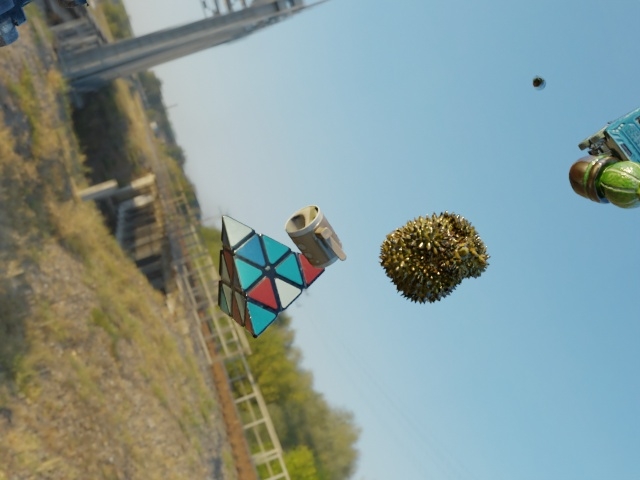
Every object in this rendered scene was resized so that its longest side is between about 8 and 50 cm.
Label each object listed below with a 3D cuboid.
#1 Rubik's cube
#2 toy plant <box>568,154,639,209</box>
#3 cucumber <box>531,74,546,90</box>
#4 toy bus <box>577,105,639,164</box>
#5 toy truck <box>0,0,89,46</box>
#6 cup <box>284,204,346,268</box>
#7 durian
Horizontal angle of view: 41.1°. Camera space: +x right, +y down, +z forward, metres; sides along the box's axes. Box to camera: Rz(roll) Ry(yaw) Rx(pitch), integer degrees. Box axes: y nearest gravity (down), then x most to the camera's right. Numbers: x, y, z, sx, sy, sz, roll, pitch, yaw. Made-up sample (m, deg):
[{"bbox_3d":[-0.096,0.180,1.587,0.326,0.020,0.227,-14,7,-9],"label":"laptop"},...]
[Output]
[{"bbox_3d":[-0.135,0.032,1.884,0.234,0.250,0.284,65,-11,-17],"label":"Rubik's cube"},{"bbox_3d":[0.539,-0.106,1.561,0.162,0.093,0.093,26,-41,53],"label":"toy plant"},{"bbox_3d":[0.530,-0.384,2.074,0.036,0.033,0.184,65,18,1],"label":"cucumber"},{"bbox_3d":[0.611,-0.192,1.698,0.113,0.134,0.246,53,7,4],"label":"toy bus"},{"bbox_3d":[-0.539,-0.504,1.564,0.178,0.363,0.176,21,-37,30],"label":"toy truck"},{"bbox_3d":[0.002,-0.006,1.544,0.102,0.074,0.099,-7,-50,39],"label":"cup"},{"bbox_3d":[0.305,0.041,2.271,0.258,0.293,0.258,45,35,-45],"label":"durian"}]
